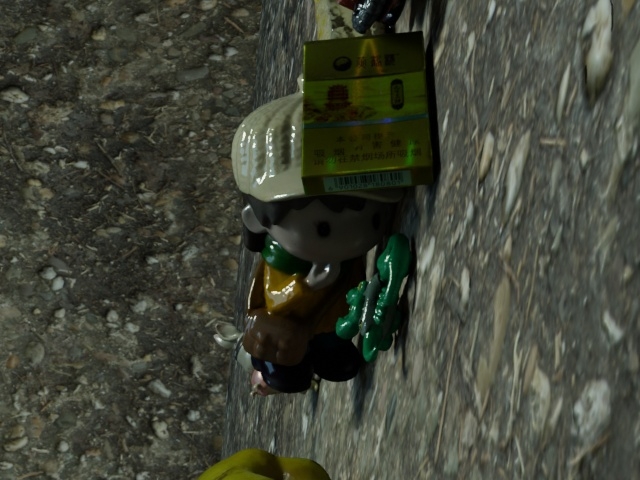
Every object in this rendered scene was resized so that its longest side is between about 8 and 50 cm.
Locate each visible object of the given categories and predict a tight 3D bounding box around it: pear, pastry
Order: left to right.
[{"bbox_3d":[-0.058,0.317,1.389,0.200,0.200,0.200,-173,90,-83],"label":"pear"},{"bbox_3d":[0.034,-0.238,1.621,0.258,0.089,0.121,-89,6,-45],"label":"pastry"}]

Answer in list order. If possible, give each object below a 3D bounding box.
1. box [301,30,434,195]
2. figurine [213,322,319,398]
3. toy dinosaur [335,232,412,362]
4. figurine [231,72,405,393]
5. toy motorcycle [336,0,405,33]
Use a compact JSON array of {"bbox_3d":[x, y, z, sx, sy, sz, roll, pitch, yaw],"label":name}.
[{"bbox_3d":[0.044,-0.125,1.300,0.030,0.121,0.193,80,-172,-48],"label":"box"},{"bbox_3d":[-0.071,0.158,1.813,0.098,0.146,0.081,-94,15,-54],"label":"figurine"},{"bbox_3d":[0.057,0.060,1.295,0.096,0.059,0.132,117,168,-54],"label":"toy dinosaur"},{"bbox_3d":[-0.017,-0.010,1.443,0.204,0.185,0.332,53,141,34],"label":"figurine"},{"bbox_3d":[0.066,-0.310,1.419,0.298,0.089,0.171,-98,26,-69],"label":"toy motorcycle"}]
